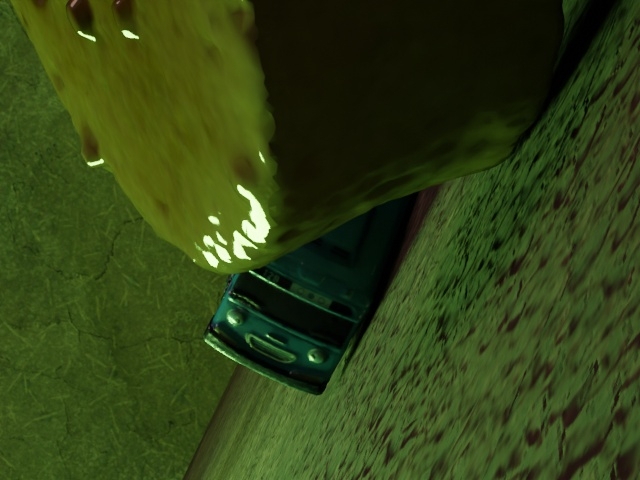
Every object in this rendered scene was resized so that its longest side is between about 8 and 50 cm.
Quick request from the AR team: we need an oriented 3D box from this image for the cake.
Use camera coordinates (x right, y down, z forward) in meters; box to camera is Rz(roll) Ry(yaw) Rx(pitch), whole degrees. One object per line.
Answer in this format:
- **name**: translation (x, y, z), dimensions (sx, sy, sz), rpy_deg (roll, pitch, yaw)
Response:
- **cake**: translation (0.028, -0.185, 0.757), dimensions (0.321, 0.332, 0.332), rpy_deg (-26, -12, -18)

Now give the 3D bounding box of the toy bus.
- **toy bus**: translation (0.000, 0.000, 1.109), dimensions (0.106, 0.090, 0.185), rpy_deg (-60, 4, 39)
